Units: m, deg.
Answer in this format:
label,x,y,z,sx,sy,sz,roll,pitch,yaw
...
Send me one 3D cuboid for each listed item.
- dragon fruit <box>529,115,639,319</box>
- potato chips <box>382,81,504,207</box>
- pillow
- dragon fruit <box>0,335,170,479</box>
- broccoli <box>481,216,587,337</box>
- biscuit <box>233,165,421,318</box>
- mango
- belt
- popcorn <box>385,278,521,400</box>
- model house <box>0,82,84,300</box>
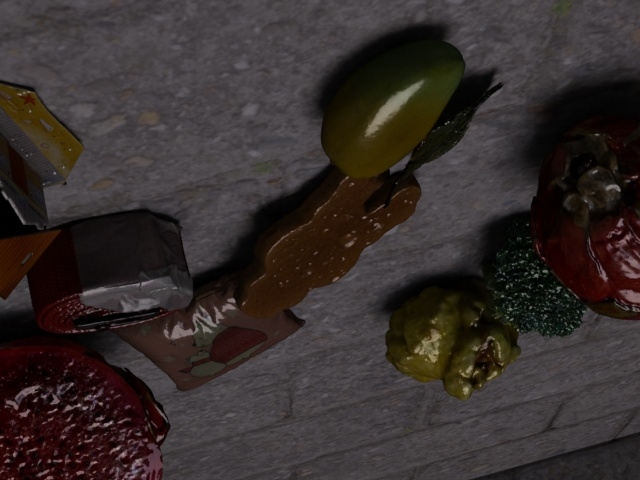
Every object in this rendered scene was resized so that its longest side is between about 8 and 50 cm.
label,x,y,z,sx,sy,sz,roll,pitch,yaw
dragon fruit,0.419,-0.033,1.387,0.277,0.277,0.342,-34,162,29
potato chips,0.142,-0.118,1.265,0.209,0.026,0.142,-43,169,9
pillow,-0.157,0.131,1.550,0.236,0.084,0.223,-24,145,5
dragon fruit,-0.417,0.310,1.498,0.371,0.386,0.249,17,-179,-14
broccoli,0.327,0.059,1.655,0.194,0.220,0.194,-31,-168,7
biscuit,-0.002,-0.003,1.403,0.295,0.044,0.186,-40,144,16
mango,0.079,-0.148,1.161,0.194,0.092,0.130,-37,147,26
belt,-0.260,0.051,1.301,0.200,0.124,0.128,-11,154,-12
popcorn,0.223,0.173,1.739,0.200,0.203,0.226,-39,141,28
model house,-0.350,-0.040,1.058,0.207,0.136,0.219,-17,153,3
